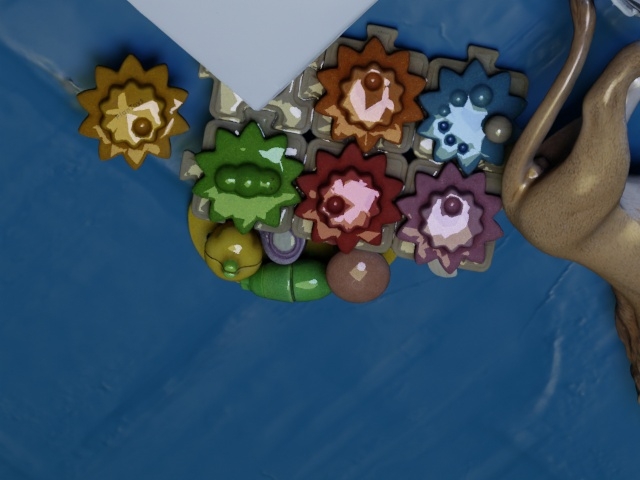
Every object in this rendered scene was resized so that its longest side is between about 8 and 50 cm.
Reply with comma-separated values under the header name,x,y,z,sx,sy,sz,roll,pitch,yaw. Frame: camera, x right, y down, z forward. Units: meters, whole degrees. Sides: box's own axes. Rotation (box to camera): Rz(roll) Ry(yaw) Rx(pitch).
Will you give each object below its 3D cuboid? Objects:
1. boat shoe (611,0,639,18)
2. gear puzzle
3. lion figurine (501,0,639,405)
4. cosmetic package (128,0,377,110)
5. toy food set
name,x,y,z,sx,sy,sz,roll,pitch,yaw
boat shoe,0.221,-0.209,1.111,0.301,0.102,0.108,28,88,-33
gear puzzle,-0.015,-0.082,1.224,0.339,0.044,0.175,11,100,-4
lion figurine,0.250,-0.003,1.244,0.392,0.142,0.240,39,114,-18
cosmetic package,-0.007,-0.243,1.051,0.138,0.224,0.224,38,116,-20
toy food set,0.000,0.000,1.297,0.218,0.071,0.128,-2,123,4
